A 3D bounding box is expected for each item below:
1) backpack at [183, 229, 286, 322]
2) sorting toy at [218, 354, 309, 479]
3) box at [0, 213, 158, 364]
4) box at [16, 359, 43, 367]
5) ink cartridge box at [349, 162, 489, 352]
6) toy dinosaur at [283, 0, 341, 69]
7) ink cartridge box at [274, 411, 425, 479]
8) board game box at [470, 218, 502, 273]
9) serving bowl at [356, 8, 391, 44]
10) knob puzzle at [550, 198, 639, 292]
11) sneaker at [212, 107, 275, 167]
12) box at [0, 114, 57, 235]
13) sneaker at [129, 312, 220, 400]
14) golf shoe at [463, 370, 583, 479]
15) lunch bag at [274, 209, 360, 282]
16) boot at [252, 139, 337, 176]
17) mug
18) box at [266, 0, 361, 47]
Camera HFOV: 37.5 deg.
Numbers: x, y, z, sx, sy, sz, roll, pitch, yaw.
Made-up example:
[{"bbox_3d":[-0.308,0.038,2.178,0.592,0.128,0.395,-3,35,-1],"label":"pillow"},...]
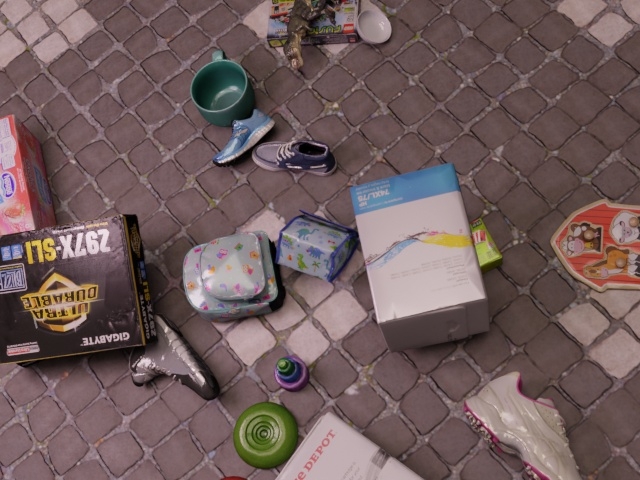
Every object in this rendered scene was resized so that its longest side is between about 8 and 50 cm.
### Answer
[{"bbox_3d":[-0.180,0.073,1.871,0.188,0.144,0.166,-15,71,9],"label":"backpack"},{"bbox_3d":[-0.126,0.373,1.744,0.127,0.126,0.366,20,74,19],"label":"sorting toy"},{"bbox_3d":[-0.497,0.097,1.851,0.321,0.079,0.257,-8,89,14],"label":"box"},{"bbox_3d":[-0.565,0.146,1.973,0.184,0.045,0.191,-22,66,5],"label":"box"},{"bbox_3d":[0.184,0.037,1.727,0.197,0.198,0.270,-13,66,6],"label":"ink cartridge box"},{"bbox_3d":[-0.019,-0.507,2.079,0.118,0.064,0.268,-4,64,18],"label":"toy dinosaur"},{"bbox_3d":[0.077,0.485,1.652,0.307,0.129,0.223,33,78,22],"label":"ink cartridge box"},{"bbox_3d":[0.254,0.041,1.844,0.181,0.043,0.092,-26,65,0],"label":"board game box"},{"bbox_3d":[0.114,-0.467,2.080,0.083,0.027,0.083,8,68,-21],"label":"serving bowl"},{"bbox_3d":[0.541,0.006,1.807,0.213,0.030,0.213,-4,68,10],"label":"knob puzzle"},{"bbox_3d":[-0.175,-0.221,2.023,0.162,0.063,0.073,-44,92,-17],"label":"sneaker"},{"bbox_3d":[-0.678,-0.099,2.043,0.154,0.142,0.300,-21,66,3],"label":"box"},{"bbox_3d":[-0.300,0.261,1.857,0.132,0.086,0.229,-42,56,-2],"label":"sneaker"},{"bbox_3d":[0.395,0.356,1.651,0.140,0.115,0.306,-42,67,-10],"label":"golf shoe"},{"bbox_3d":[0.000,0.000,1.878,0.128,0.096,0.151,21,31,17],"label":"lunch bag"},{"bbox_3d":[-0.061,-0.187,1.981,0.189,0.086,0.069,7,70,14],"label":"boot"},{"bbox_3d":[-0.203,-0.325,2.061,0.129,0.097,0.158,21,73,20],"label":"mug"},{"bbox_3d":[-0.014,-0.497,2.126,0.206,0.036,0.114,-1,68,11],"label":"box"}]
